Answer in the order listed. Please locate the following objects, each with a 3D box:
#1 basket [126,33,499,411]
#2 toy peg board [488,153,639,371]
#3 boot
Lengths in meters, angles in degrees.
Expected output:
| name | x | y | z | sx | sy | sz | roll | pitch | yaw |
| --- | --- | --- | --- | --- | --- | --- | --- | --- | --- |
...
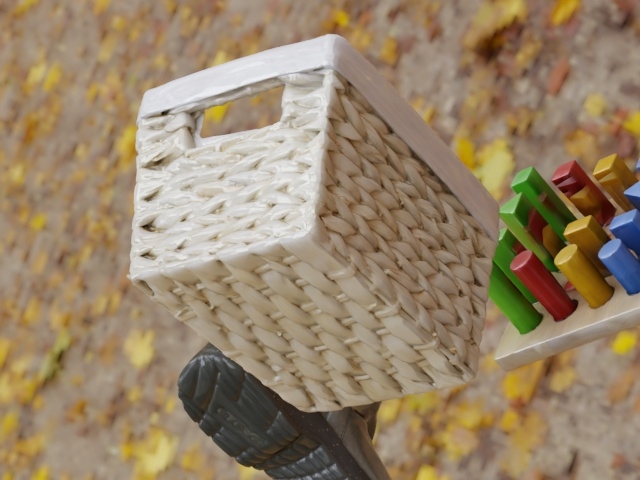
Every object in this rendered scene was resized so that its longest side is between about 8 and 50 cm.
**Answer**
| name | x | y | z | sx | sy | sz | roll | pitch | yaw |
| --- | --- | --- | --- | --- | --- | --- | --- | --- | --- |
| basket | 0.000 | 0.000 | 0.817 | 0.113 | 0.167 | 0.103 | -14 | 55 | 29 |
| toy peg board | 0.194 | -0.004 | 1.296 | 0.160 | 0.079 | 0.161 | -25 | 26 | 43 |
| boot | 0.025 | 0.116 | 1.127 | 0.083 | 0.246 | 0.161 | -25 | 19 | 37 |
